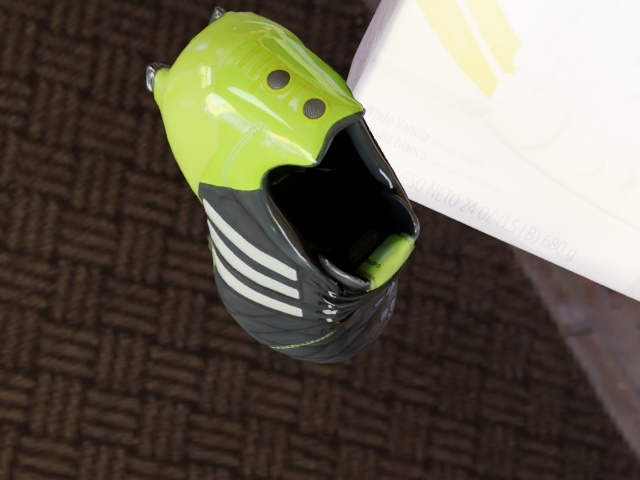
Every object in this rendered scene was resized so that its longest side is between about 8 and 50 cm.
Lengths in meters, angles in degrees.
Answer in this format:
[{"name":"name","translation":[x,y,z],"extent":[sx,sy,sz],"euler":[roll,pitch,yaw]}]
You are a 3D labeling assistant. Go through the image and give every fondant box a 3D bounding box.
[{"name":"fondant box","translation":[0.172,-0.131,0.846],"extent":[0.238,0.330,0.096],"euler":[24,40,-5]}]

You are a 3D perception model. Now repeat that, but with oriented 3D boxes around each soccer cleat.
[{"name":"soccer cleat","translation":[0.000,0.000,0.535],"extent":[0.072,0.179,0.060],"euler":[37,76,29]}]
